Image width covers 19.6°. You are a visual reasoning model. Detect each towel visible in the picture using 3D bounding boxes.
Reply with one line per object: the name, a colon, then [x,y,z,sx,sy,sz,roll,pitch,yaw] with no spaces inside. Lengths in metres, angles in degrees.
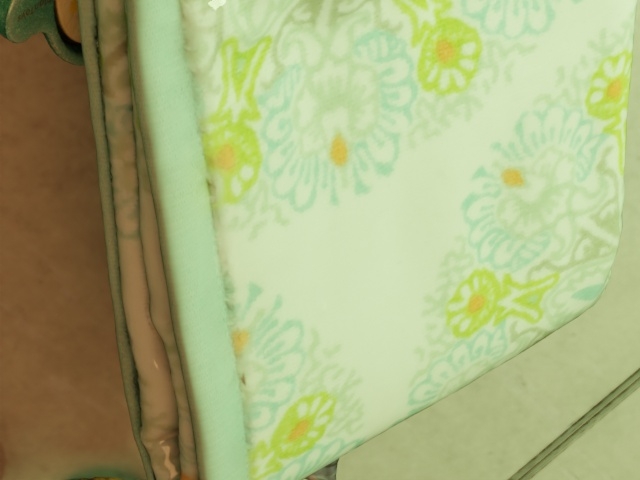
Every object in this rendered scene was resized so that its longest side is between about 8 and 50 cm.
towel: [0.036,-0.055,0.970,0.320,0.090,0.374,-24,130,-28]

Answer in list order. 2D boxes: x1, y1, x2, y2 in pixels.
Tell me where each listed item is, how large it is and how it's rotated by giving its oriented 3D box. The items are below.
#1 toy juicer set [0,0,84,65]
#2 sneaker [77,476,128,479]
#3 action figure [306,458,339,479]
toy juicer set: [-0.089,-0.185,0.906,0.089,0.329,0.209,27,105,18]
sneaker: [-0.176,0.304,1.221,0.111,0.131,0.296,10,115,-20]
action figure: [0.000,0.000,1.132,0.185,0.099,0.285,17,108,-14]
